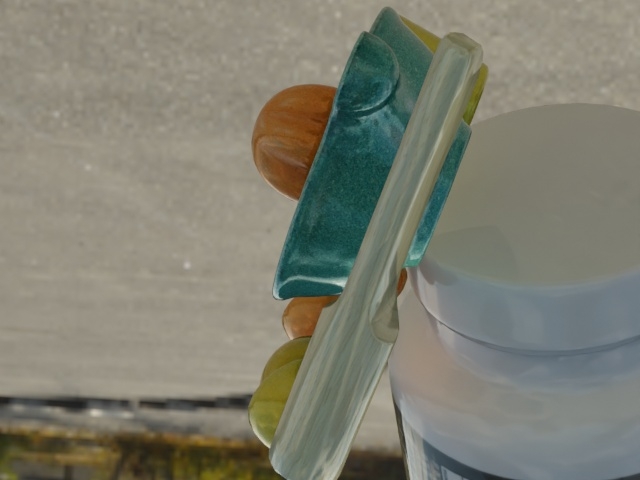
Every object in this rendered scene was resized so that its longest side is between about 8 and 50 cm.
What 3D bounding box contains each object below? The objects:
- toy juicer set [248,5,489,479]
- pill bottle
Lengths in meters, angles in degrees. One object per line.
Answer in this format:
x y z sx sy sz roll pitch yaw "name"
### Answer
0.000 0.000 0.630 0.089 0.209 0.329 22 -171 2 "toy juicer set"
0.152 0.116 0.875 0.210 0.210 0.363 0 128 16 "pill bottle"
